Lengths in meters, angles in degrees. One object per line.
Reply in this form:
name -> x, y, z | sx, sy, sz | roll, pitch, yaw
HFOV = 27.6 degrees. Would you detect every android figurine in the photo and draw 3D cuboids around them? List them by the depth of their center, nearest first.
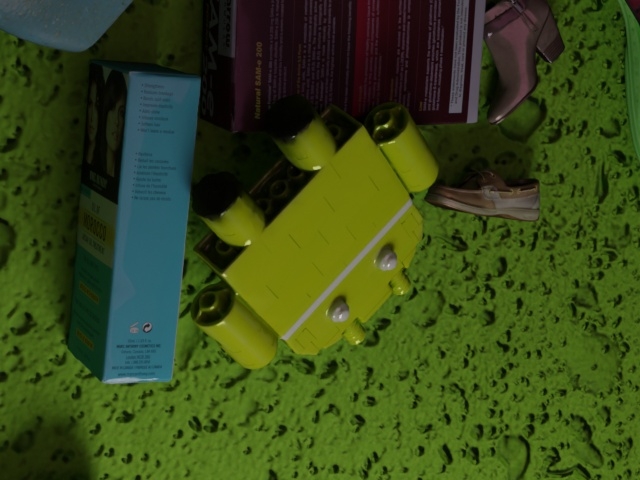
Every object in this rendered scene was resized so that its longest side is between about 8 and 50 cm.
android figurine -> 0.000, 0.000, 1.099 | 0.248, 0.056, 0.273 | -46, 141, -8

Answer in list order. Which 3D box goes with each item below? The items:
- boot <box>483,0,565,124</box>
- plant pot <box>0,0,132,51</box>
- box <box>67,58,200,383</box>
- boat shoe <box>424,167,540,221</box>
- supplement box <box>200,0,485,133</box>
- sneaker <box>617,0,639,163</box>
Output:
boot -> 0.172, -0.178, 1.210 | 0.087, 0.042, 0.118 | 44, 79, -23
plant pot -> -0.217, -0.270, 0.868 | 0.248, 0.247, 0.252 | -50, 137, -9
box -> -0.151, -0.017, 1.037 | 0.060, 0.100, 0.244 | 1, 102, -28
boat shoe -> 0.154, -0.046, 1.227 | 0.135, 0.050, 0.045 | 5, 97, -39
supplement box -> 0.021, -0.163, 1.109 | 0.239, 0.073, 0.130 | -4, 105, -28
sneaker -> 0.354, -0.242, 1.194 | 0.185, 0.202, 0.483 | -36, 117, -17
